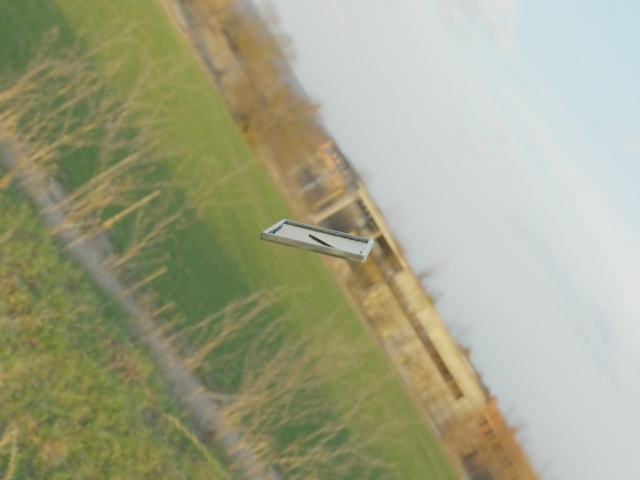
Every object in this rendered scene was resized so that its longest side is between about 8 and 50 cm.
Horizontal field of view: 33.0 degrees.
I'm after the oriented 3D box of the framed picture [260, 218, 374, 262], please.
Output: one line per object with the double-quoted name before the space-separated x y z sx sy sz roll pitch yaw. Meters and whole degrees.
"framed picture" 0.000 0.000 0.692 0.089 0.066 0.006 -48 151 -82
